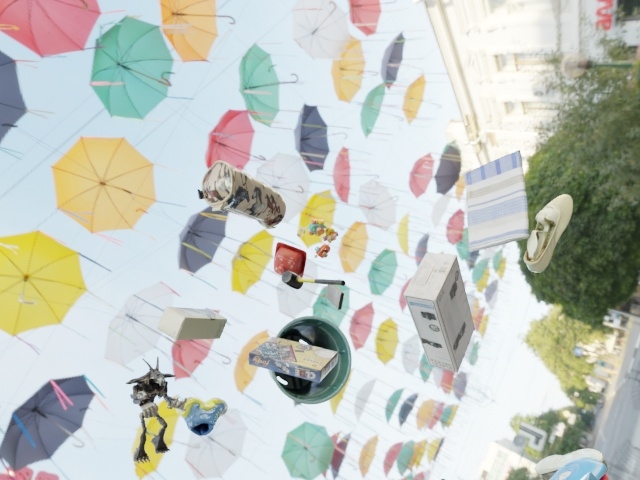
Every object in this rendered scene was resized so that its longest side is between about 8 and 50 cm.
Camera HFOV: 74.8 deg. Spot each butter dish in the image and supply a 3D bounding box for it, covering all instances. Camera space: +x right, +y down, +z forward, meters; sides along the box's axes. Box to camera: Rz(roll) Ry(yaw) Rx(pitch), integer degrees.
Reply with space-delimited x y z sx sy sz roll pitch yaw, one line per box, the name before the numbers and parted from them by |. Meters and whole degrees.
butter dish | -0.158 0.111 1.928 0.118 0.159 0.160 -50 -24 -58

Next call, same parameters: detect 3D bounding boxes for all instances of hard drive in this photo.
hard drive | 0.072 0.276 2.117 0.022 0.135 0.094 -2 -69 -28

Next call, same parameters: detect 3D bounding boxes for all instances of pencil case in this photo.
pencil case | -0.289 -0.160 1.645 0.410 0.159 0.184 24 -104 -62

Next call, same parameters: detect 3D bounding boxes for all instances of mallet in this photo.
mallet | -0.023 0.104 1.099 0.062 0.189 0.039 32 -116 -40

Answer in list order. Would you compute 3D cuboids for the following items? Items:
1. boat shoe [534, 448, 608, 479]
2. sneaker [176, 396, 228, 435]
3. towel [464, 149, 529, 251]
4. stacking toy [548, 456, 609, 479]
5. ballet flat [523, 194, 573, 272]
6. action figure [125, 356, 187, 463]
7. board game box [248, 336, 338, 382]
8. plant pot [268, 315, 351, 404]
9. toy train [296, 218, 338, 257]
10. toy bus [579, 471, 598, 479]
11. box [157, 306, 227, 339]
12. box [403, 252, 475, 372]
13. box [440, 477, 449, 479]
boat shoe | 0.863 0.786 1.425 0.109 0.091 0.305 -24 -23 -27
sneaker | -0.386 0.607 1.423 0.091 0.126 0.240 -44 -34 7
towel | 0.541 -0.118 1.307 0.034 0.209 0.286 13 -109 -30
stacking toy | 0.725 0.726 1.046 0.165 0.302 0.175 -28 -24 -21
ballet flat | 0.651 -0.030 1.209 0.086 0.086 0.249 28 -97 -53
action figure | -0.482 0.490 1.237 0.164 0.140 0.276 10 -103 -55
board game box | -0.084 0.376 1.343 0.165 0.243 0.042 -13 -70 -68
plant pot | -0.082 0.520 1.815 0.341 0.341 0.334 -52 3 -25
toy train | 0.000 0.000 1.457 0.125 0.046 0.166 -42 -50 6
toy bus | 0.439 0.489 0.641 0.190 0.202 0.105 11 -61 -34
box | -0.501 0.330 1.666 0.094 0.113 0.275 -67 -24 -3
box | 0.328 0.196 1.129 0.169 0.087 0.290 -52 -49 -35
box | 0.537 1.070 1.566 0.270 0.216 0.060 -62 -34 -39
